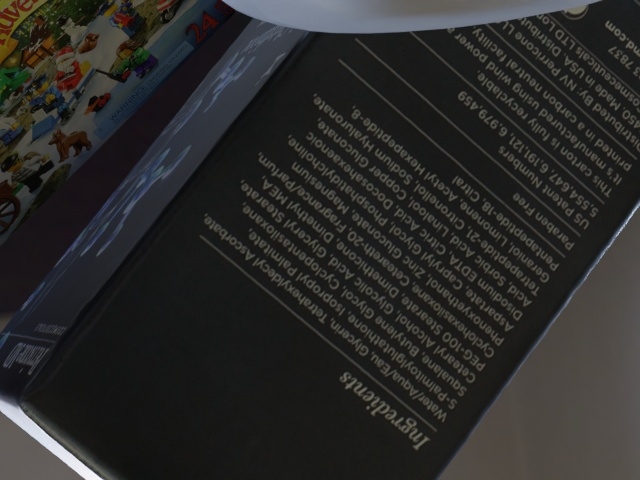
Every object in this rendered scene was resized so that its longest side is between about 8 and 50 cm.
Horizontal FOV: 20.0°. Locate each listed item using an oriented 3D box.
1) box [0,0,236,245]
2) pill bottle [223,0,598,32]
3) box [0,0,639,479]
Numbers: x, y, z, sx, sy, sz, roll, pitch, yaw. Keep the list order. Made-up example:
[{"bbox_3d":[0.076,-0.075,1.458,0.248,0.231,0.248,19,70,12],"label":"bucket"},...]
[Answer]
[{"bbox_3d":[-0.160,-0.097,0.981,0.233,0.044,0.159,-45,151,5],"label":"box"},{"bbox_3d":[0.034,-0.257,0.665,0.188,0.334,0.188,-5,174,-1],"label":"pill bottle"},{"bbox_3d":[0.000,0.000,1.100,0.395,0.212,0.293,-53,-168,-12],"label":"box"}]
